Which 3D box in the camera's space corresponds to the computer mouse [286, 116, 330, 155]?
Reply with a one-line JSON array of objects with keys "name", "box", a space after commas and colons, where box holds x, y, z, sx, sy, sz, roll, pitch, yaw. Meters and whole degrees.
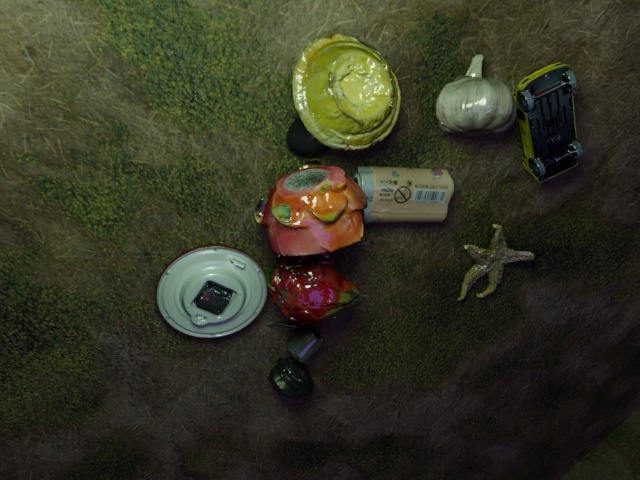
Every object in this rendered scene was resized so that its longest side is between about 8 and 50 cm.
[{"name": "computer mouse", "box": [0.010, -0.298, 1.266, 0.217, 0.073, 0.122, -40, 124, 4]}]

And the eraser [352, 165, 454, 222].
[{"name": "eraser", "box": [0.232, -0.126, 1.432, 0.290, 0.087, 0.171, -1, 117, -19]}]

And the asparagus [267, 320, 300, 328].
[{"name": "asparagus", "box": [-0.118, 0.270, 1.583, 0.114, 0.015, 0.014, 12, 116, -24]}]

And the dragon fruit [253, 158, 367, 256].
[{"name": "dragon fruit", "box": [-0.026, -0.087, 1.258, 0.290, 0.291, 0.190, -19, 114, -7]}]

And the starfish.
[{"name": "starfish", "box": [0.565, 0.068, 1.664, 0.299, 0.060, 0.302, -29, 129, 7]}]

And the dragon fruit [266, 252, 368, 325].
[{"name": "dragon fruit", "box": [-0.009, 0.130, 1.409, 0.292, 0.234, 0.234, 2, 119, 1]}]

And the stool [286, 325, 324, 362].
[{"name": "stool", "box": [-0.047, 0.333, 1.598, 0.110, 0.096, 0.096, -45, 122, 4]}]

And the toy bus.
[{"name": "toy bus", "box": [0.627, -0.338, 1.399, 0.145, 0.151, 0.331, -25, 125, 4]}]

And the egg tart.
[{"name": "egg tart", "box": [0.076, -0.360, 1.179, 0.290, 0.115, 0.291, 0, 91, -22]}]

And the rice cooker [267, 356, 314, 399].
[{"name": "rice cooker", "box": [-0.094, 0.459, 1.642, 0.106, 0.112, 0.165, -44, 122, 16]}]

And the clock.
[{"name": "clock", "box": [-0.307, 0.153, 1.418, 0.318, 0.080, 0.319, -8, 121, -14]}]

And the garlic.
[{"name": "garlic", "box": [0.404, -0.386, 1.298, 0.218, 0.218, 0.212, 3, 89, -19]}]
